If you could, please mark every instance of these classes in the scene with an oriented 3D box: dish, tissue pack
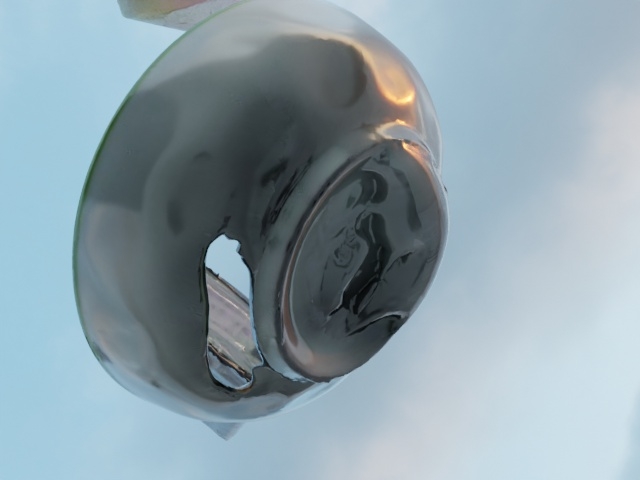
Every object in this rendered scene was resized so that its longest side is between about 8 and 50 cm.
[{"bbox_3d":[0.000,0.000,0.556,0.324,0.124,0.324,-28,-50,-39],"label":"dish"},{"bbox_3d":[-0.185,0.172,1.233,0.259,0.361,0.122,40,-120,2],"label":"tissue pack"}]

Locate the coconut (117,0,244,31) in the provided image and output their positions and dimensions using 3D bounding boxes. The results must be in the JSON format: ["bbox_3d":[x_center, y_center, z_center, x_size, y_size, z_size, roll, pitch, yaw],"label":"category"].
[{"bbox_3d":[-0.165,-0.377,0.974,0.233,0.233,0.245,-29,-52,-21],"label":"coconut"}]
